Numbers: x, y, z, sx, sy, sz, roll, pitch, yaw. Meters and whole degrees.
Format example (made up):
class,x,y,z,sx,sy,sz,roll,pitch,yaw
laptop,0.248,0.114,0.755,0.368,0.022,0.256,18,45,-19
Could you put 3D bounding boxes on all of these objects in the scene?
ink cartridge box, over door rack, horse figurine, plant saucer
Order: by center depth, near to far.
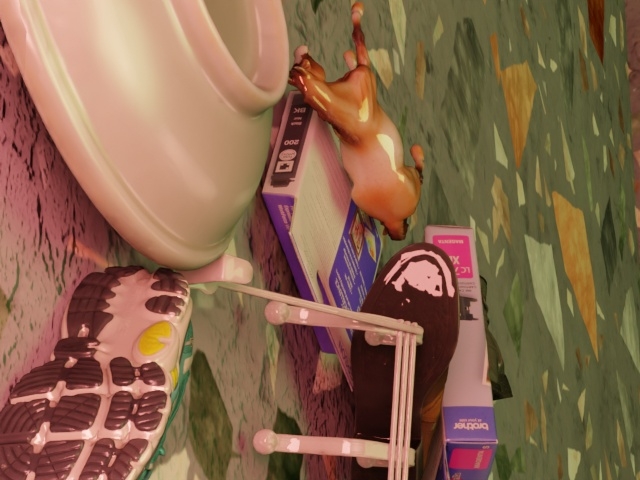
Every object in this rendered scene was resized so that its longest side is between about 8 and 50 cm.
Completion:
class,x,y,z,sx,sy,sz,roll,pitch,yaw
plant saucer,-0.106,-0.182,1.298,0.400,0.101,0.400,-16,90,-75
over door rack,-0.032,0.155,1.490,0.324,0.108,0.239,21,68,-55
ink cartridge box,0.000,0.000,1.740,0.208,0.045,0.206,-78,154,-47
horse figurine,0.046,-0.095,1.743,0.174,0.066,0.263,-80,153,-55
ink cartridge box,0.133,0.162,1.912,0.185,0.065,0.311,97,-5,-53

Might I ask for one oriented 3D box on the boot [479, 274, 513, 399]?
class,x,y,z,sx,sy,sz,roll,pitch,yaw
boot,0.162,0.111,2.178,0.246,0.083,0.161,18,60,-77

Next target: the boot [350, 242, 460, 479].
class,x,y,z,sx,sy,sz,roll,pitch,yaw
boot,0.091,0.101,1.792,0.280,0.096,0.264,-62,154,-74

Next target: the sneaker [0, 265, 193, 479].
class,x,y,z,sx,sy,sz,roll,pitch,yaw
sneaker,-0.132,0.122,1.213,0.275,0.107,0.110,-66,154,-58
